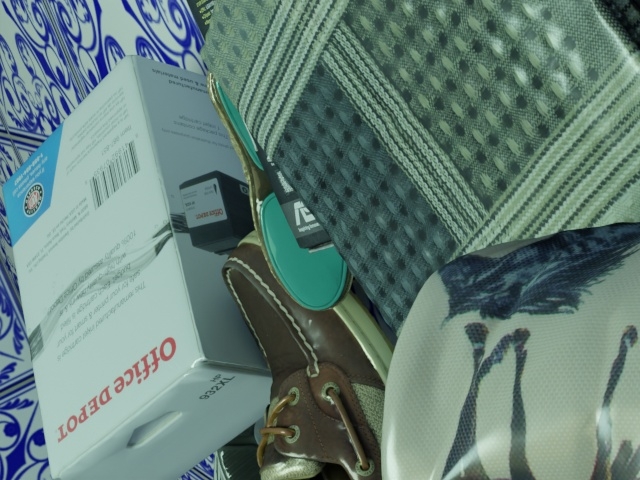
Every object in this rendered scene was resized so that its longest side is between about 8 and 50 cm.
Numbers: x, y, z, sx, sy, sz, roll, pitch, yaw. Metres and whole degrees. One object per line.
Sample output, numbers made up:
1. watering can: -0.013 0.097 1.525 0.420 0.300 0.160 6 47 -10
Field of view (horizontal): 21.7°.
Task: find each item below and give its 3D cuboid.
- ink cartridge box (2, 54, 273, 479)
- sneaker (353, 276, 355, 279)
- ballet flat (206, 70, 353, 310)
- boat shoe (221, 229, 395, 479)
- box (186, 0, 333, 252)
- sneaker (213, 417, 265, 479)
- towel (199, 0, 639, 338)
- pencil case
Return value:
1. ink cartridge box: -0.151 0.032 1.457 0.223 0.129 0.307 -39 53 36
2. sneaker: 0.000 0.000 1.366 0.084 0.083 0.215 60 162 3
3. ballet flat: -0.023 -0.051 1.202 0.067 0.073 0.206 -83 -23 -71
4. boat shoe: 0.007 0.146 1.248 0.342 0.123 0.123 56 160 15
5. box: 0.047 -0.177 0.910 0.395 0.097 0.318 -19 99 60
6. sneaker: 0.008 0.362 1.752 0.257 0.169 0.448 131 120 -78
7. towel: 0.070 -0.067 0.836 0.312 0.056 0.324 55 152 13
8. pencil case: 0.212 0.075 0.593 0.410 0.160 0.184 -4 104 43
